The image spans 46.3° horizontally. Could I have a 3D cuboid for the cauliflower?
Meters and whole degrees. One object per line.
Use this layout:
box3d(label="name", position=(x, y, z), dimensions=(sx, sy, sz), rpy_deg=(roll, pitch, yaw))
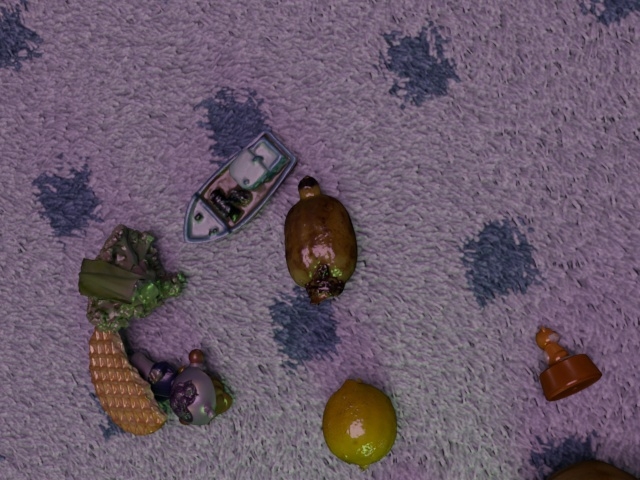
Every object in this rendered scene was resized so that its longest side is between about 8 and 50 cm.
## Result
box3d(label="cauliflower", position=(-0.449, 0.104, 1.776), dimensions=(0.256, 0.315, 0.239), rpy_deg=(-47, 118, -20))

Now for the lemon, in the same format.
box3d(label="lemon", position=(0.089, 0.416, 1.712), dimensions=(0.173, 0.173, 0.206), rpy_deg=(-7, 92, 12))

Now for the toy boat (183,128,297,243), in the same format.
box3d(label="toy boat", position=(-0.208, -0.115, 1.800), dimensions=(0.332, 0.133, 0.145), rpy_deg=(-45, 82, 9))

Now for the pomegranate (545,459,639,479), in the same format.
box3d(label="pomegranate", position=(0.584, 0.632, 1.498), dimensions=(0.416, 0.416, 0.417), rpy_deg=(0, 89, 12))

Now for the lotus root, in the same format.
box3d(label="lotus root", position=(0.000, 0.000, 1.752), dimensions=(0.169, 0.141, 0.314), rpy_deg=(-8, 79, 9))

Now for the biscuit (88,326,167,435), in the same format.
box3d(label="biscuit", position=(-0.501, 0.359, 1.856), dimensions=(0.309, 0.040, 0.204), rpy_deg=(55, 129, 16))

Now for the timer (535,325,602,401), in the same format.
box3d(label="timer", position=(0.527, 0.261, 1.659), dimensions=(0.132, 0.132, 0.152), rpy_deg=(-28, 63, 10))

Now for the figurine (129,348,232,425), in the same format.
box3d(label="figurine", position=(-0.351, 0.348, 1.829), dimensions=(0.274, 0.133, 0.194), rpy_deg=(39, 111, 12))
